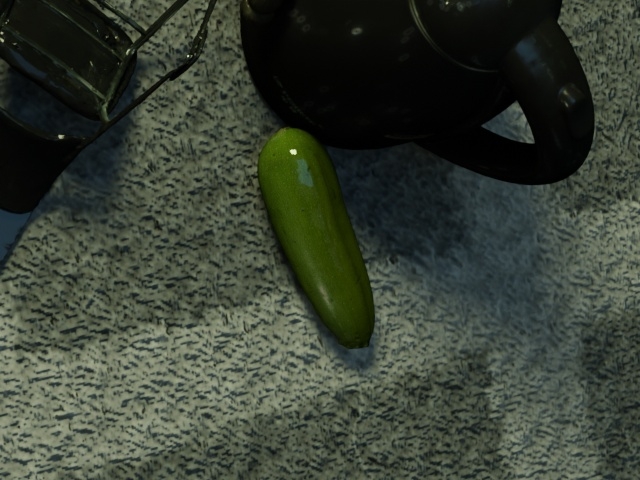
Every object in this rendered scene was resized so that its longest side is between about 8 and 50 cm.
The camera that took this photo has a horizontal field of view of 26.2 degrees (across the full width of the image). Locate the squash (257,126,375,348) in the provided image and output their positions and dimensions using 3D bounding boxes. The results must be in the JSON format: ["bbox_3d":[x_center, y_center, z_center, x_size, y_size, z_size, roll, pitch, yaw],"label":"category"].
[{"bbox_3d":[0.000,0.000,1.155,0.066,0.066,0.201,-26,107,-19],"label":"squash"}]

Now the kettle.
[{"bbox_3d":[0.097,-0.156,1.069,0.207,0.290,0.268,-41,106,-17],"label":"kettle"}]

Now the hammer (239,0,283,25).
[{"bbox_3d":[-0.089,-0.305,1.079,0.029,0.058,0.292,-13,72,-31],"label":"hammer"}]

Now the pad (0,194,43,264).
[{"bbox_3d":[-0.346,-0.069,1.048,0.265,0.009,0.160,35,77,-18],"label":"pad"}]

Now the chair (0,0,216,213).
[{"bbox_3d":[-0.201,-0.145,1.053,0.140,0.145,0.221,36,122,-20],"label":"chair"}]
